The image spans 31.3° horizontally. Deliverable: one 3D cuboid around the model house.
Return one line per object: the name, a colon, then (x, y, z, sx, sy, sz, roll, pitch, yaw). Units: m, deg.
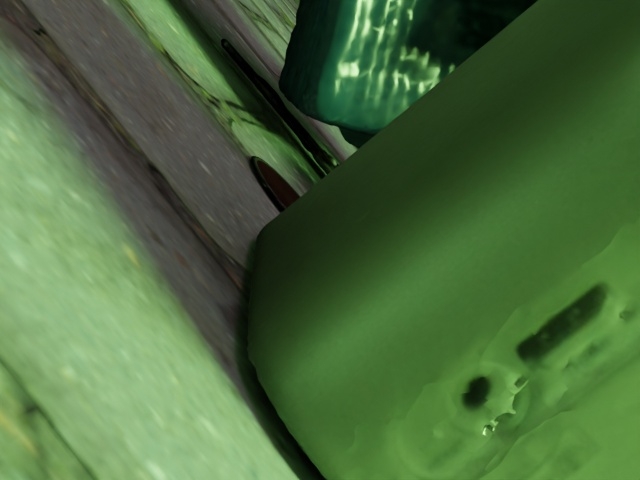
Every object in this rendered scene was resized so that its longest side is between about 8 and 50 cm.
model house: (0.168, -0.174, 0.860, 0.382, 0.335, 0.342, 20, 10, 24)

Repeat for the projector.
projector: (0.142, 0.029, 0.469, 0.248, 0.249, 0.248, 49, 8, -12)

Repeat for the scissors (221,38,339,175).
scissors: (0.023, -0.042, 0.898, 0.317, 0.024, 0.160, 50, 9, 6)

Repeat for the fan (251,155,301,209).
fan: (0.000, 0.000, 0.672, 0.133, 0.005, 0.085, 54, 9, 23)
